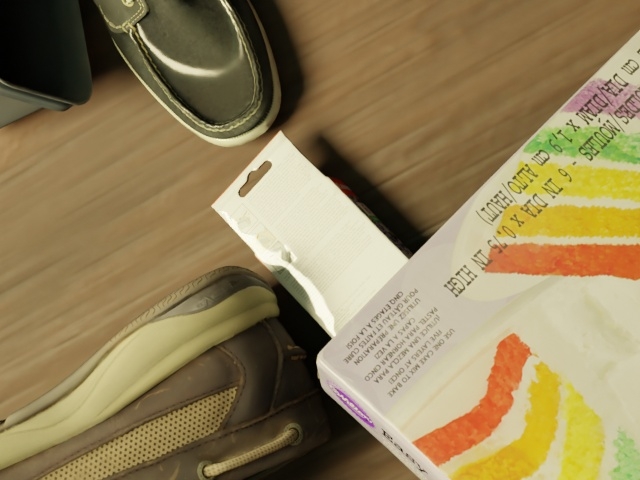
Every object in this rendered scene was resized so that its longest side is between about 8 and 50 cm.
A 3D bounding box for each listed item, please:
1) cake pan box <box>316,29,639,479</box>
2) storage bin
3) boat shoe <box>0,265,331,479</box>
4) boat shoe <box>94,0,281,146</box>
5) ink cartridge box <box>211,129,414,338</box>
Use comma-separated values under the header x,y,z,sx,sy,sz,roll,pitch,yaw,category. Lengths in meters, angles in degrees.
x,y,z,sx,sy,sz,roll,pitch,yaw,category
0.174,0.054,0.887,0.267,0.070,0.246,-43,76,-10,cake pan box
-0.195,-0.124,1.035,0.091,0.098,0.135,-26,66,33,storage bin
-0.140,0.155,0.929,0.355,0.132,0.130,-37,83,-16,boat shoe
-0.103,-0.155,1.014,0.084,0.079,0.233,-32,81,11,boat shoe
0.000,0.000,1.001,0.063,0.029,0.115,-46,75,11,ink cartridge box
